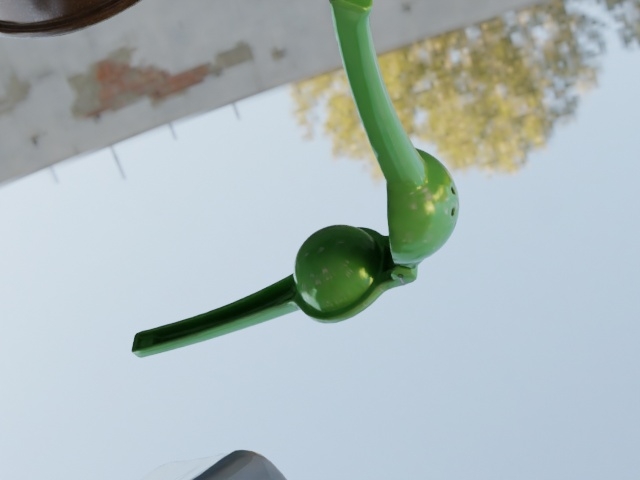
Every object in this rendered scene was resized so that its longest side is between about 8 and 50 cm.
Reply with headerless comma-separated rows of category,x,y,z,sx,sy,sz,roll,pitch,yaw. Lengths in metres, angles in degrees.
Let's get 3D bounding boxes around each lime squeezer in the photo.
lime squeezer,0.000,0.000,0.692,0.110,0.310,0.058,2,-121,-24

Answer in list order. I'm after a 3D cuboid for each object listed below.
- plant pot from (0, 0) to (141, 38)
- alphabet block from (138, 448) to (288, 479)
plant pot,-0.139,-0.204,0.614,0.167,0.165,0.167,-13,-126,18
alphabet block,-0.072,0.222,0.633,0.192,0.193,0.197,-32,180,-18
